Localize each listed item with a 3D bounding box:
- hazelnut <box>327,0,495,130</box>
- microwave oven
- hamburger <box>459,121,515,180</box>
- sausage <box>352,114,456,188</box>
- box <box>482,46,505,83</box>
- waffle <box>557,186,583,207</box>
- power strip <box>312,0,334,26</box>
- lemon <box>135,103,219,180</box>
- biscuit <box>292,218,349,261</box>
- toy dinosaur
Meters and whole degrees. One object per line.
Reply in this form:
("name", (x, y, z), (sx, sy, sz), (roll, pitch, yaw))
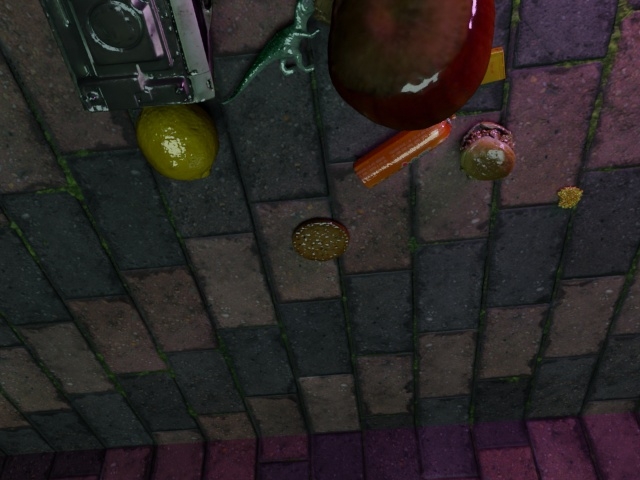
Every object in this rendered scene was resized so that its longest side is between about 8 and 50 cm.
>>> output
("hazelnut", (0.187, -0.439, 1.362), (0.359, 0.409, 0.359), (10, 177, 1))
("microwave oven", (-0.409, -0.501, 1.381), (0.333, 0.247, 0.394), (-5, 136, 3))
("hamburger", (0.452, -0.229, 1.765), (0.159, 0.131, 0.185), (15, 138, -12))
("sausage", (0.237, -0.256, 1.759), (0.312, 0.093, 0.093), (-31, 129, 27))
("box", (0.387, -0.433, 1.629), (0.155, 0.023, 0.087), (-11, 133, 10))
("waffle", (0.756, -0.131, 1.955), (0.078, 0.016, 0.085), (-3, 137, 3))
("power strip", (0.105, -0.503, 1.512), (0.305, 0.044, 0.064), (18, 97, -24))
("lemon", (-0.368, -0.263, 1.660), (0.204, 0.204, 0.260), (-20, 129, 19))
("biscuit", (0.000, -0.001, 2.065), (0.187, 0.027, 0.188), (0, 138, 0))
("toy dinosaur", (-0.095, -0.430, 1.582), (0.129, 0.076, 0.383), (33, 120, -18))
